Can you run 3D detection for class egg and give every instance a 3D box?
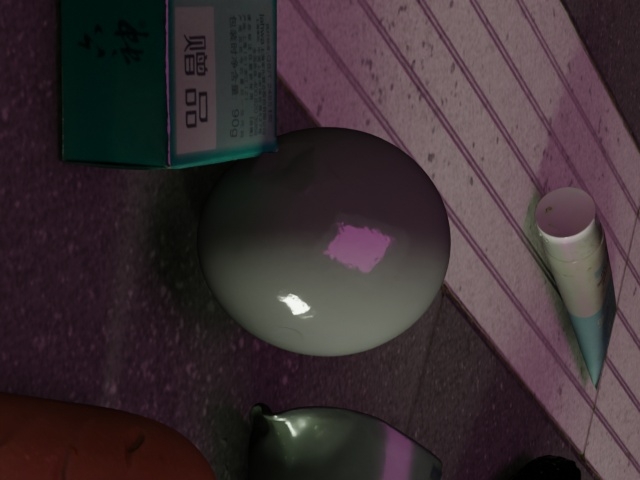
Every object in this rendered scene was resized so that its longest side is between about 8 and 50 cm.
[{"bbox_3d":[0.000,0.000,1.417,0.232,0.176,0.176,8,87,-55],"label":"egg"}]

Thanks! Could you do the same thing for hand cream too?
[{"bbox_3d":[0.308,0.055,2.136,0.312,0.070,0.111,60,41,-53],"label":"hand cream"}]

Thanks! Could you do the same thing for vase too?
[{"bbox_3d":[0.011,0.295,1.485,0.251,0.156,0.301,24,70,-54],"label":"vase"}]

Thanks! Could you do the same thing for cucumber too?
[{"bbox_3d":[0.204,0.305,1.967,0.072,0.081,0.303,-50,179,35],"label":"cucumber"}]

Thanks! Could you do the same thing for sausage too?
[{"bbox_3d":[-0.175,0.158,1.165,0.304,0.121,0.121,22,75,-62],"label":"sausage"}]

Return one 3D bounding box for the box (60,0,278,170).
[{"bbox_3d":[-0.102,-0.176,1.284,0.153,0.092,0.245,-12,104,-61],"label":"box"}]
